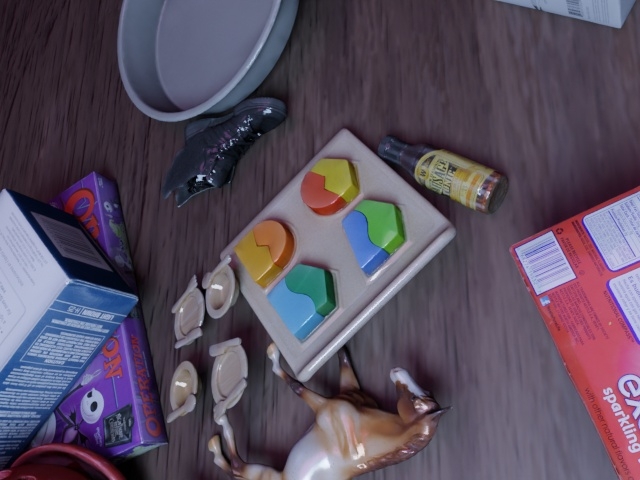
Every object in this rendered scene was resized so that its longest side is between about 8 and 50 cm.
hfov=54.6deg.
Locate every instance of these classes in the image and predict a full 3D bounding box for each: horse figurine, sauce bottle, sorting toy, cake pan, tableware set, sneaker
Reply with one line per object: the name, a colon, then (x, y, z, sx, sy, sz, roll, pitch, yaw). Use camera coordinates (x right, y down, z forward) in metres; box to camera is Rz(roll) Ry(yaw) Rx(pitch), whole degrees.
horse figurine: (-0.021, 0.189, 0.561, 0.263, 0.066, 0.174, -48, 53, 4)
sauce bottle: (0.111, -0.066, 0.585, 0.128, 0.042, 0.042, 28, 88, 33)
sorting toy: (0.000, 0.000, 0.593, 0.193, 0.038, 0.208, -45, 45, 6)
cake pan: (-0.136, -0.279, 0.745, 0.293, 0.054, 0.293, -7, 78, 37)
tableware set: (-0.119, 0.103, 0.629, 0.141, 0.020, 0.168, -36, 50, 40)
sneaker: (-0.110, -0.099, 0.709, 0.170, 0.051, 0.089, -11, 70, 30)

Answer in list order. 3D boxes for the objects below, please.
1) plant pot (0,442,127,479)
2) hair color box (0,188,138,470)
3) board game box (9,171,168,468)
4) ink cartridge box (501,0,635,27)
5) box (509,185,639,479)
plant pot: (-0.271, 0.300, 0.574, 0.191, 0.174, 0.191, 2, 97, 16)
hair color box: (-0.377, 0.136, 0.690, 0.347, 0.105, 0.174, -51, 58, 5)
board game box: (-0.308, 0.110, 0.750, 0.208, 0.056, 0.346, -27, 63, 14)
ink cartridge box: (0.213, -0.254, 0.555, 0.135, 0.099, 0.056, 29, 89, 31)
box: (0.245, 0.100, 0.412, 0.128, 0.123, 0.256, -28, 63, 18)
